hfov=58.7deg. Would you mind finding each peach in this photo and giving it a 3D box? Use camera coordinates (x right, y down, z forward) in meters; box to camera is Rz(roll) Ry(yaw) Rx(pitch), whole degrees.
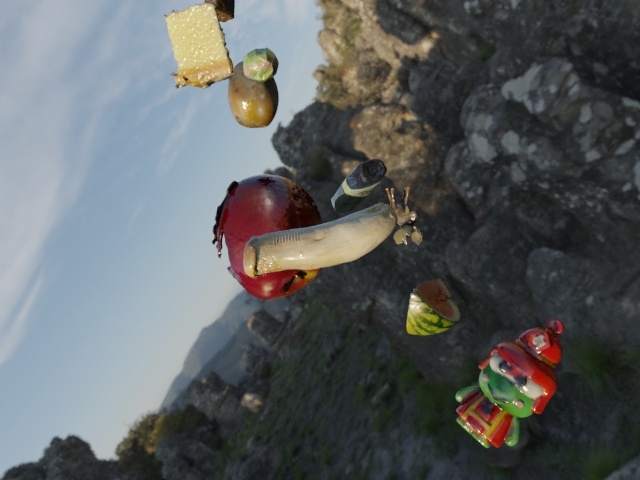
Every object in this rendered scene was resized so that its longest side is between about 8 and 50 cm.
[{"bbox_3d":[-0.162,-0.026,1.870,0.353,0.416,0.339,-38,-28,2],"label":"peach"}]

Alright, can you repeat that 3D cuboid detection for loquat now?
[{"bbox_3d":[-0.231,-0.495,1.930,0.179,0.179,0.227,-81,-18,-78],"label":"loquat"}]

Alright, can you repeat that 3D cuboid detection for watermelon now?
[{"bbox_3d":[0.351,0.216,1.701,0.303,0.128,0.159,-6,-72,-62],"label":"watermelon"}]

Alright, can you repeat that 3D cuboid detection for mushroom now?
[{"bbox_3d":[0.000,0.000,1.247,0.095,0.351,0.123,75,180,-45],"label":"mushroom"}]

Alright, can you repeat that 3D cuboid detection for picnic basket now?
[{"bbox_3d":[-0.320,-0.814,1.843,0.110,0.054,0.193,4,-94,-56],"label":"picnic basket"}]

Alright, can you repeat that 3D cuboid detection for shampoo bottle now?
[{"bbox_3d":[0.116,-0.176,1.927,0.134,0.078,0.359,-21,-7,-14],"label":"shampoo bottle"}]

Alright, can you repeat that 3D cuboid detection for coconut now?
[{"bbox_3d":[-0.141,-0.416,1.352,0.082,0.083,0.081,122,141,-67],"label":"coconut"}]

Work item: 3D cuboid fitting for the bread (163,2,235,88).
[{"bbox_3d":[-0.211,-0.372,1.091,0.152,0.147,0.127,6,23,44],"label":"bread"}]

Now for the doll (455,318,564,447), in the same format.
[{"bbox_3d":[0.492,0.348,1.426,0.160,0.182,0.363,25,-79,-52],"label":"doll"}]

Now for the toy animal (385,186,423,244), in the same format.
[{"bbox_3d":[0.266,-0.077,1.802,0.214,0.093,0.186,-94,0,-83],"label":"toy animal"}]
